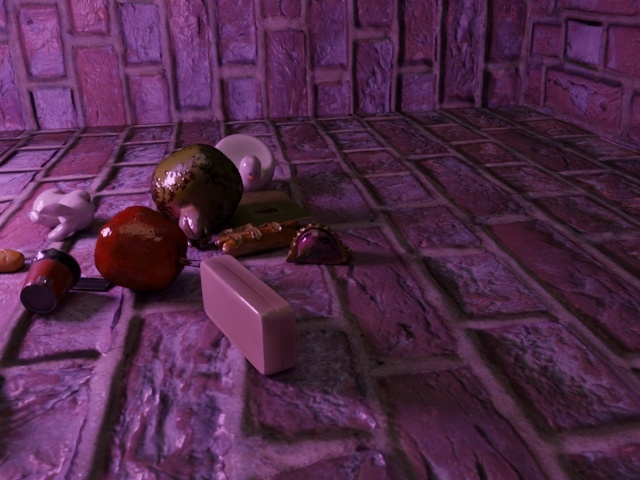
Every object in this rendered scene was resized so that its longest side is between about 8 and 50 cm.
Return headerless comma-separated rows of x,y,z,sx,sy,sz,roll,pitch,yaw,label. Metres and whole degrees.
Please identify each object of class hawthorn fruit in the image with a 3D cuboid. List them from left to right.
-0.418,0.033,1.689,0.298,0.211,0.211,17,26,16,hawthorn fruit

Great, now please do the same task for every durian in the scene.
0.000,-0.003,1.866,0.186,0.108,0.119,0,22,4,durian

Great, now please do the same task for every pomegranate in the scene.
-0.367,-0.115,2.038,0.284,0.285,0.341,-2,51,-2,pomegranate

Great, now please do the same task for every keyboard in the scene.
-0.632,0.109,1.749,0.197,0.010,0.064,2,23,9,keyboard

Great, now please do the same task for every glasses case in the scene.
-0.159,0.147,1.440,0.076,0.144,0.336,-12,25,-27,glasses case

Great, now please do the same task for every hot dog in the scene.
-0.175,-0.011,1.953,0.269,0.072,0.109,-13,26,-25,hot dog

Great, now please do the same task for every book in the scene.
-0.198,-0.097,2.226,0.239,0.035,0.352,-11,24,-20,book

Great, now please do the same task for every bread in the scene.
-0.867,0.050,1.852,0.115,0.056,0.082,-2,22,-1,bread

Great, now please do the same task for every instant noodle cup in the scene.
-0.653,0.104,1.632,0.127,0.127,0.136,-2,29,-2,instant noodle cup

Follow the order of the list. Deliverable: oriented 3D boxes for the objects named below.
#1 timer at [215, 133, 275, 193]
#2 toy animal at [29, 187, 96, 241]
-0.271,-0.276,2.413,0.233,0.240,0.234,5,61,-10,timer
-0.802,-0.087,2.107,0.193,0.128,0.178,20,31,40,toy animal
